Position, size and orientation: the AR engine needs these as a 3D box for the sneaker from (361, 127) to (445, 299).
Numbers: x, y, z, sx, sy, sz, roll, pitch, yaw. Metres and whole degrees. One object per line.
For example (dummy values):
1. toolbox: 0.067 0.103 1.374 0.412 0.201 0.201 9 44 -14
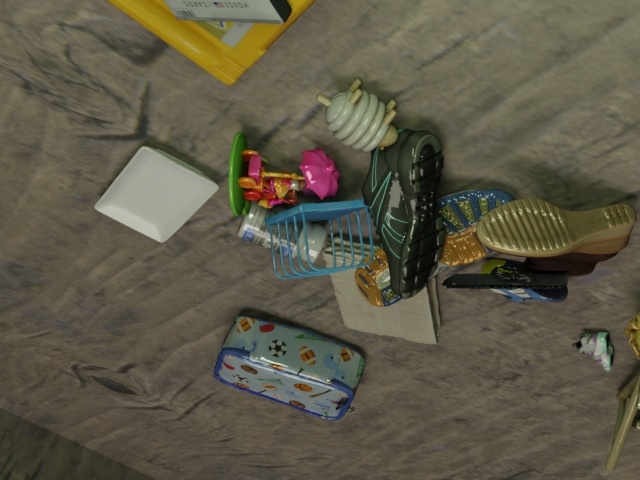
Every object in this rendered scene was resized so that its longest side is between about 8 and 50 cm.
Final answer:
1. sneaker: 0.121 -0.044 1.756 0.106 0.101 0.267 19 118 36

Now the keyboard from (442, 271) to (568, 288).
1. keyboard: 0.284 0.064 1.813 0.180 0.023 0.108 0 170 -7

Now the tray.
1. tray: -0.283 -0.083 2.040 0.145 0.030 0.270 27 149 -17

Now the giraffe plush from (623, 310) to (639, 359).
1. giraffe plush: 0.571 0.165 1.872 0.170 0.210 0.181 39 143 19

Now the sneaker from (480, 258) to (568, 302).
1. sneaker: 0.334 0.072 1.942 0.144 0.053 0.059 17 150 19

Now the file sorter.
1. file sorter: 0.000 0.000 1.865 0.118 0.104 0.170 -6 176 -21

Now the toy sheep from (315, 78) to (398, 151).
1. toy sheep: 0.052 -0.172 1.659 0.132 0.091 0.091 31 148 -14

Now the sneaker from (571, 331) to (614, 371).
1. sneaker: 0.475 0.191 2.079 0.069 0.038 0.098 4 138 26

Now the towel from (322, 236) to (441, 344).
1. towel: 0.111 0.090 2.096 0.187 0.049 0.282 10 149 17

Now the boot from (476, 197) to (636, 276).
1. boot: 0.328 0.016 1.753 0.248 0.090 0.207 -4 157 -12

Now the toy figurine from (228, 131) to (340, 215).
1. toy figurine: -0.049 -0.090 1.834 0.159 0.130 0.173 3 157 7

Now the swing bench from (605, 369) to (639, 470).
1. swing bench: 0.653 0.305 2.049 0.253 0.165 0.255 15 144 7

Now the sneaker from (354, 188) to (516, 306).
1. sneaker: 0.186 -0.007 1.859 0.296 0.131 0.112 -29 93 29

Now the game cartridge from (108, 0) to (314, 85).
1. game cartridge: -0.165 -0.336 1.471 0.285 0.053 0.323 34 154 -12

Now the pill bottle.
1. pill bottle: -0.063 -0.017 1.981 0.137 0.078 0.078 22 150 -7

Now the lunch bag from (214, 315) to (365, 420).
1. lunch bag: -0.061 0.269 2.422 0.303 0.115 0.243 21 152 -3

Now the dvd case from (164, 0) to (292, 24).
1. dvd case: -0.156 -0.341 1.357 0.179 0.030 0.239 11 152 37
